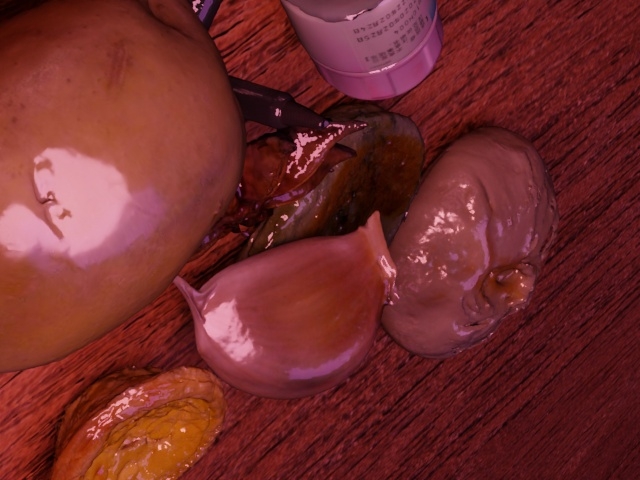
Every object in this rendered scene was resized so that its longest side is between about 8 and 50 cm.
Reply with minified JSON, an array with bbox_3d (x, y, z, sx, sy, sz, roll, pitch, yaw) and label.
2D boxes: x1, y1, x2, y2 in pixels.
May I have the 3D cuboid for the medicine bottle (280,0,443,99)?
[{"bbox_3d":[0.035,-0.212,1.734,0.135,0.135,0.168,-54,155,-13],"label":"medicine bottle"}]

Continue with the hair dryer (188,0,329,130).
[{"bbox_3d":[-0.083,-0.098,1.560,0.050,0.195,0.173,10,111,-53],"label":"hair dryer"}]

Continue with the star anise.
[{"bbox_3d":[-0.086,-0.058,1.693,0.272,0.102,0.272,-30,172,-5],"label":"star anise"}]

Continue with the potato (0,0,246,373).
[{"bbox_3d":[-0.185,-0.044,1.377,0.326,0.221,0.243,-38,-177,-35],"label":"potato"}]

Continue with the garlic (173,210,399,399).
[{"bbox_3d":[-0.054,0.081,1.843,0.266,0.148,0.128,-12,169,-36],"label":"garlic"}]

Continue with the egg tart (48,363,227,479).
[{"bbox_3d":[-0.178,0.176,1.805,0.191,0.074,0.191,-33,151,-21],"label":"egg tart"}]

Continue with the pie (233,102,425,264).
[{"bbox_3d":[0.004,-0.007,1.988,0.302,0.067,0.302,-43,150,-33],"label":"pie"}]

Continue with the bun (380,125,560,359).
[{"bbox_3d":[0.180,0.012,2.258,0.287,0.146,0.287,-45,150,-34],"label":"bun"}]
